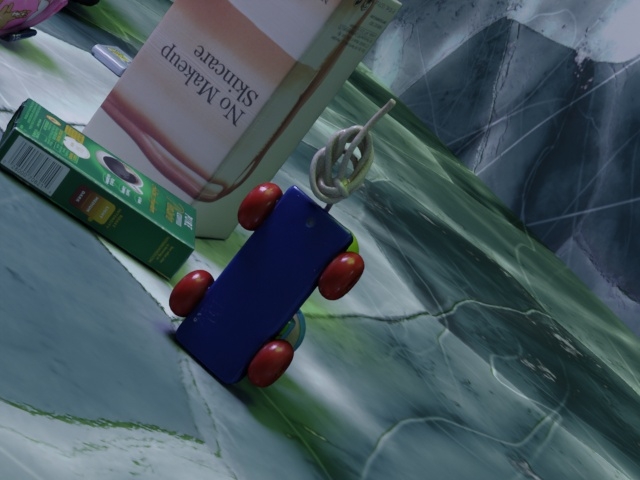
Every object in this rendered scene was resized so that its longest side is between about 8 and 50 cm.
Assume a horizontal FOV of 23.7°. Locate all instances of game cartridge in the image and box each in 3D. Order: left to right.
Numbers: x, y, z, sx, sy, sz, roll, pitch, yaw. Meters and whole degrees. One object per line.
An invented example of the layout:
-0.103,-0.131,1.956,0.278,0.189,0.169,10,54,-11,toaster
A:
-0.248,-0.221,1.893,0.056,0.017,0.083,43,12,5,game cartridge

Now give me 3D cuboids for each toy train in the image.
0.000,0.000,1.206,0.105,0.248,0.143,40,7,13,toy train

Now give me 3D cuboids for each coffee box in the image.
-0.191,-0.045,1.311,0.184,0.040,0.113,34,12,-15,coffee box

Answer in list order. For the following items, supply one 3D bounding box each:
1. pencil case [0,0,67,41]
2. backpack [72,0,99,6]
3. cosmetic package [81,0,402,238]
-0.408,-0.378,1.676,0.386,0.160,0.167,44,-25,32,pencil case
-0.332,-0.462,2.014,0.263,0.276,0.213,37,5,29,backpack
-0.079,-0.161,1.465,0.153,0.296,0.129,40,13,18,cosmetic package
